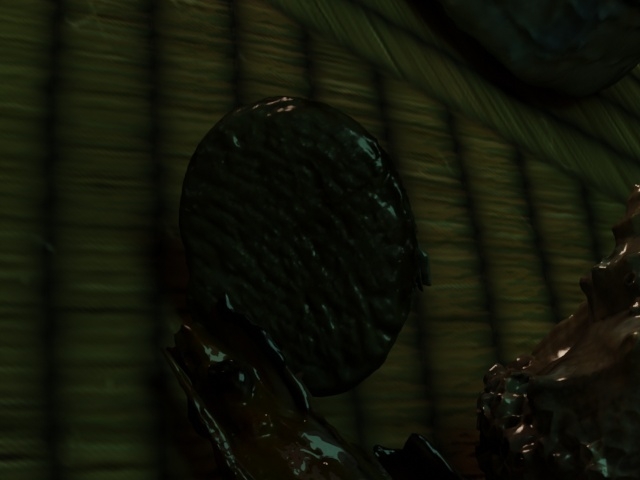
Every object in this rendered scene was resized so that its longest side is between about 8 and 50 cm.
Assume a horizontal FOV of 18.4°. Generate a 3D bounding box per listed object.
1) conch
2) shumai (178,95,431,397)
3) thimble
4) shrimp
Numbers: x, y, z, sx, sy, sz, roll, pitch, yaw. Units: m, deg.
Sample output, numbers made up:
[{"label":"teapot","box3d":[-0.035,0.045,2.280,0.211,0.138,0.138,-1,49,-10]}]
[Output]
[{"label":"conch","box3d":[0.152,0.098,0.846,0.178,0.163,0.245,-13,91,-67]},{"label":"shumai","box3d":[0.001,0.000,0.835,0.087,0.099,0.123,-14,99,-71]},{"label":"thimble","box3d":[0.148,-0.200,1.201,0.237,0.150,0.237,31,34,-24]},{"label":"shrimp","box3d":[0.033,0.122,0.761,0.248,0.068,0.150,50,18,0]}]
